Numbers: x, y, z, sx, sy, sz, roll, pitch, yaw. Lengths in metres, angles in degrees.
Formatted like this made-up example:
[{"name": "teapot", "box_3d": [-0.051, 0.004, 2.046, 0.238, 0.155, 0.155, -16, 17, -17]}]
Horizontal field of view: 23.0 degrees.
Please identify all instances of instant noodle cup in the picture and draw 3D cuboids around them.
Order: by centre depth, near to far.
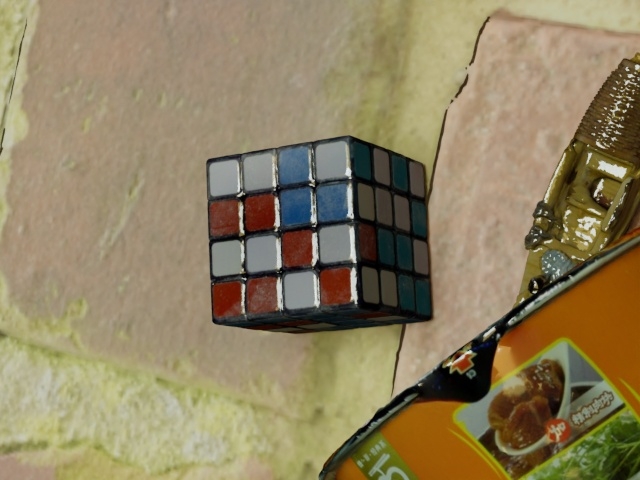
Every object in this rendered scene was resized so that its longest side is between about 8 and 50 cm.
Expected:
[{"name": "instant noodle cup", "box_3d": [0.139, 0.116, 0.708, 0.230, 0.230, 0.182, -38, 77, 19]}]

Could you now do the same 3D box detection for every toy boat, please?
[{"name": "toy boat", "box_3d": [0.139, -0.025, 0.812, 0.047, 0.049, 0.149, 27, 97, 28]}]

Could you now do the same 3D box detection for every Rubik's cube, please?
[{"name": "Rubik's cube", "box_3d": [0.000, 0.000, 0.859, 0.092, 0.092, 0.092, -8, 79, 27]}]
